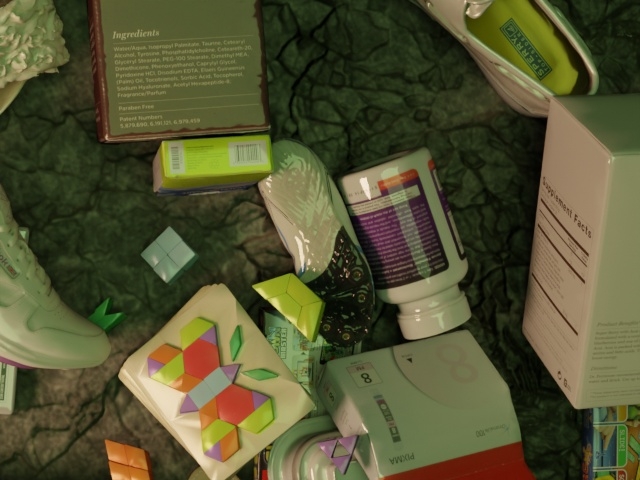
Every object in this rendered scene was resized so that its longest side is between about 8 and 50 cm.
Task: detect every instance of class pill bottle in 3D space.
[{"bbox_3d":[0.097,0.004,1.475,0.108,0.108,0.193,-21,97,-10],"label":"pill bottle"}]

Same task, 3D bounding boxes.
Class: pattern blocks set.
[{"bbox_3d":[-0.109,0.153,1.409,0.325,0.026,0.285,36,88,16],"label":"pattern blocks set"}]

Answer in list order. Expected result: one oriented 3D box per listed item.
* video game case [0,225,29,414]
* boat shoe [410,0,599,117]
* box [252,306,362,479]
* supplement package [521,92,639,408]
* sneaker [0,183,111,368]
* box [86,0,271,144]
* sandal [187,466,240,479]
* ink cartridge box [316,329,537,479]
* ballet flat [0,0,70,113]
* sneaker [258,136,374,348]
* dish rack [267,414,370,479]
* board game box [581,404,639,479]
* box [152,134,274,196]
[{"bbox_3d":[-0.407,0.078,1.420,0.184,0.023,0.201,5,93,-12],"label":"video game case"},{"bbox_3d":[0.165,-0.273,1.448,0.136,0.156,0.367,-43,101,-7],"label":"boat shoe"},{"bbox_3d":[-0.014,0.178,1.499,0.114,0.036,0.207,2,93,-12],"label":"box"},{"bbox_3d":[0.338,0.006,1.444,0.178,0.175,0.292,-2,116,-11],"label":"supplement package"},{"bbox_3d":[-0.327,0.024,1.347,0.305,0.114,0.152,33,94,-20],"label":"sneaker"},{"bbox_3d":[-0.150,-0.203,1.381,0.167,0.168,0.203,-5,95,-11],"label":"box"},{"bbox_3d":[-0.109,0.345,1.418,0.088,0.079,0.240,-3,69,2],"label":"sandal"},{"bbox_3d":[0.130,0.206,1.425,0.189,0.232,0.066,-10,134,-29],"label":"ink cartridge box"},{"bbox_3d":[-0.428,-0.125,1.356,0.409,0.147,0.147,-32,99,-7],"label":"ballet flat"},{"bbox_3d":[0.000,0.000,1.462,0.085,0.086,0.237,-20,93,8],"label":"sneaker"},{"bbox_3d":[0.100,0.344,1.463,0.286,0.072,0.332,-6,87,-27],"label":"dish rack"},{"bbox_3d":[0.374,0.252,1.583,0.136,0.035,0.201,0,93,-11],"label":"board game box"},{"bbox_3d":[-0.114,-0.075,1.393,0.109,0.178,0.042,-4,87,-11],"label":"box"}]
